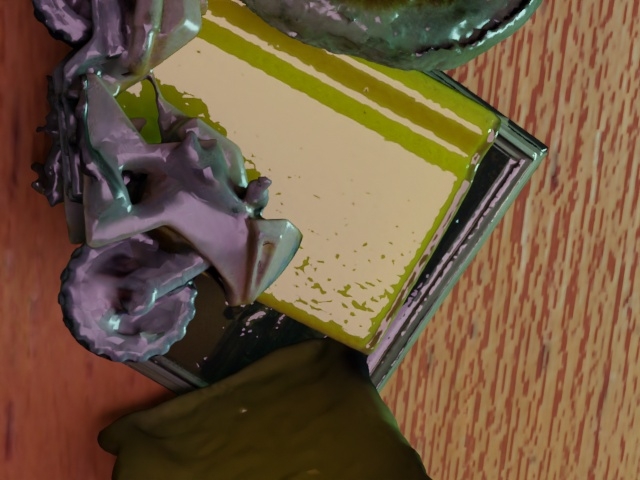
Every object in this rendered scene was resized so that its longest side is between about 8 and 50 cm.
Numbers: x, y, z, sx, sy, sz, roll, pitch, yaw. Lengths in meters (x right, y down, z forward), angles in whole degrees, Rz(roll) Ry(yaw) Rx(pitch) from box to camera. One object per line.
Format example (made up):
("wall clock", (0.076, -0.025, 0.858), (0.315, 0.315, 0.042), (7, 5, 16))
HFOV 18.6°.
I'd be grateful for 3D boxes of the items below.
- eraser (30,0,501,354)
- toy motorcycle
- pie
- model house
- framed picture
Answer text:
("eraser", (-0.027, -0.052, 1.095), (0.226, 0.069, 0.158), (28, 95, -17))
("toy motorcycle", (-0.079, -0.055, 1.006), (0.130, 0.094, 0.229), (-6, 93, -14))
("pie", (0.029, -0.203, 1.067), (0.241, 0.054, 0.240), (6, 73, -21))
("model house", (-0.009, 0.210, 1.128), (0.175, 0.193, 0.234), (-19, 120, -9))
("framed picture", (0.000, 0.000, 1.170), (0.197, 0.014, 0.252), (33, 92, -26))
